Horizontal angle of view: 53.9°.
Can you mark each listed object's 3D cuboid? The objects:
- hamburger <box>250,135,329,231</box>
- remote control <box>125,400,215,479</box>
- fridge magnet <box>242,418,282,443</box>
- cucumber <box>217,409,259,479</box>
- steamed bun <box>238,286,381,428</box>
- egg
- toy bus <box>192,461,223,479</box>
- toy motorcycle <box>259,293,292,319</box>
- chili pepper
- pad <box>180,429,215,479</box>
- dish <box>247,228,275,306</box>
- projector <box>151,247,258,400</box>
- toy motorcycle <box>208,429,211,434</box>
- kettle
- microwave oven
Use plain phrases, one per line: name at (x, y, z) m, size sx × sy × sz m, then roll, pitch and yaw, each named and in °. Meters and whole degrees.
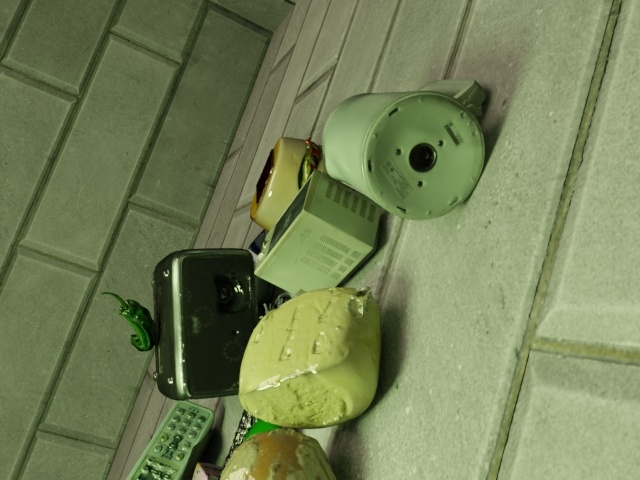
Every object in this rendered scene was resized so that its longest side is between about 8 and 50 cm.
hamburger at (-0.080, -0.146, 1.756) m, size 0.302 × 0.171 × 0.301 m, roll -160°, pitch 90°, yaw -76°
remote control at (-0.403, 0.574, 1.695) m, size 0.335 × 0.128 × 0.065 m, roll -62°, pitch -10°, yaw -55°
fridge magnet at (-0.121, 0.463, 1.296) m, size 0.208 × 0.088 × 0.208 m, roll -54°, pitch 24°, yaw 37°
cucumber at (-0.188, 0.511, 1.461) m, size 0.299 × 0.072 × 0.072 m, roll -69°, pitch 18°, yaw 3°
steamed bun at (0.000, 0.209, 1.111) m, size 0.273 × 0.166 × 0.232 m, roll -23°, pitch 33°, yaw 24°
egg at (-0.071, 0.427, 1.018) m, size 0.203 × 0.204 × 0.245 m, roll -39°, pitch 41°, yaw 56°
toy bus at (-0.312, 0.703, 1.564) m, size 0.112 × 0.090 × 0.273 m, roll 7°, pitch 77°, yaw 67°
toy motorcycle at (-0.124, 0.258, 1.540) m, size 0.157 × 0.091 × 0.262 m, roll 154°, pitch 133°, yaw -71°
chili pepper at (-0.500, 0.224, 1.715) m, size 0.278 × 0.122 × 0.065 m, roll 91°, pitch -163°, yaw -49°
pad at (-0.341, 0.615, 1.724) m, size 0.265 × 0.009 × 0.159 m, roll 65°, pitch -136°, yaw -83°
dish at (-0.179, 0.107, 1.877) m, size 0.182 × 0.080 × 0.243 m, roll 140°, pitch 145°, yaw -59°
projector at (-0.337, 0.235, 1.761) m, size 0.405 × 0.242 × 0.394 m, roll 159°, pitch 108°, yaw -65°
toy motorcycle at (-0.415, 0.650, 1.785) m, size 0.196 × 0.125 × 0.331 m, roll 105°, pitch 179°, yaw -46°
kettle at (0.143, -0.191, 1.124) m, size 0.318 × 0.205 × 0.264 m, roll -133°, pitch 64°, yaw -73°
microwave oven at (0.000, 0.000, 1.329) m, size 0.240 × 0.194 × 0.145 m, roll -50°, pitch 21°, yaw 44°
